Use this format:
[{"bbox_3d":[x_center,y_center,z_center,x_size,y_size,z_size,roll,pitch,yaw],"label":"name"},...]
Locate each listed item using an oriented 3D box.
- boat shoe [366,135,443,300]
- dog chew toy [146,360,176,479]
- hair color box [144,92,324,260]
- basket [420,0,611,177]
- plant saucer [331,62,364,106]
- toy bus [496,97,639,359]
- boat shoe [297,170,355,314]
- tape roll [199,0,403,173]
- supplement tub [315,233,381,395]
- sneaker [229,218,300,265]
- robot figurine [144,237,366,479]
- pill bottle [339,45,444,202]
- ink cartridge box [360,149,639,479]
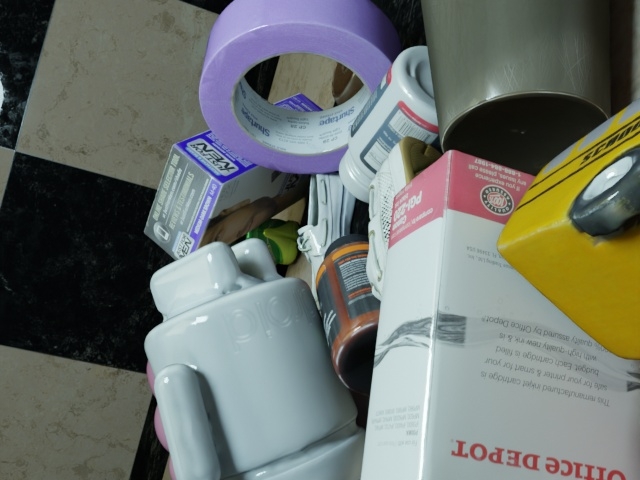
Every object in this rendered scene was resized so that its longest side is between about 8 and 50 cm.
[{"bbox_3d":[0.092,0.027,0.675,0.096,0.098,0.277,-43,34,39],"label":"boat shoe"},{"bbox_3d":[-0.201,0.295,1.238,0.206,0.207,0.332,122,148,-42],"label":"dog chew toy"},{"bbox_3d":[-0.120,-0.108,1.159,0.339,0.110,0.185,-34,-21,-49],"label":"hair color box"},{"bbox_3d":[0.163,-0.180,0.586,0.204,0.154,0.227,132,144,-59],"label":"basket"},{"bbox_3d":[0.057,-0.304,1.201,0.168,0.029,0.168,-165,90,-72],"label":"plant saucer"},{"bbox_3d":[0.220,-0.042,0.299,0.130,0.108,0.333,-49,3,-31],"label":"toy bus"},{"bbox_3d":[0.000,0.000,1.041,0.083,0.076,0.226,136,145,-59],"label":"boat shoe"},{"bbox_3d":[-0.023,-0.212,0.956,0.275,0.275,0.090,126,153,-49],"label":"tape roll"},{"bbox_3d":[0.051,0.070,0.778,0.198,0.106,0.106,-105,34,-58],"label":"supplement tub"},{"bbox_3d":[-0.131,0.010,1.356,0.295,0.123,0.109,144,138,-64],"label":"sneaker"},{"bbox_3d":[-0.071,0.178,0.791,0.200,0.300,0.353,-26,82,31],"label":"robot figurine"},{"bbox_3d":[0.094,-0.123,0.806,0.180,0.108,0.108,129,151,-51],"label":"pill bottle"},{"bbox_3d":[0.123,0.072,0.466,0.092,0.159,0.218,139,143,-62],"label":"ink cartridge box"}]
